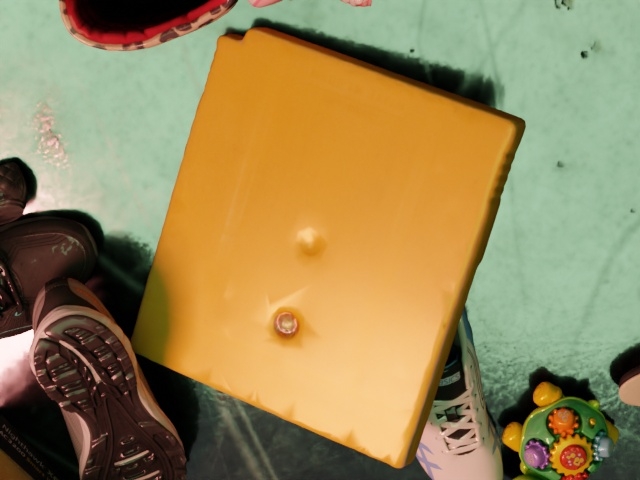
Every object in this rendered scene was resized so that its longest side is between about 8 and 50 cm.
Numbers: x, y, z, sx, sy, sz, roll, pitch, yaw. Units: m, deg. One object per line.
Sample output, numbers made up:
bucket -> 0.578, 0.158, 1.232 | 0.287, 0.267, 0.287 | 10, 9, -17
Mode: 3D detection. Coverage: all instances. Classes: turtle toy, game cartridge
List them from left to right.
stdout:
game cartridge -> 0.000, 0.000, 1.439 | 0.285, 0.052, 0.324 | 22, 103, 17
turtle toy -> 0.218, 0.200, 1.512 | 0.095, 0.066, 0.130 | 33, 101, -15

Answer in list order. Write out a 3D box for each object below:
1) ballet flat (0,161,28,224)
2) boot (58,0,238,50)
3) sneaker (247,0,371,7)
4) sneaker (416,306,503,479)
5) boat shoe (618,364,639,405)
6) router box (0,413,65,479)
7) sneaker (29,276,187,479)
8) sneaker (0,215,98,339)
ballet flat -> -0.350, -0.029, 1.493 | 0.173, 0.057, 0.049 | -12, 63, 3
boot -> -0.042, -0.286, 1.284 | 0.377, 0.284, 0.138 | -32, 101, 14
sneaker -> 0.006, -0.223, 1.426 | 0.134, 0.051, 0.070 | -30, 96, 4
sneaker -> 0.113, 0.143, 1.497 | 0.085, 0.086, 0.237 | -17, 104, 4
boat shoe -> 0.337, 0.115, 1.508 | 0.133, 0.042, 0.049 | -22, 127, 7
router box -> -0.239, 0.323, 1.469 | 0.081, 0.243, 0.309 | -41, 100, 10
sneaker -> -0.192, 0.145, 1.490 | 0.100, 0.108, 0.272 | -18, 127, -5
sneaker -> -0.320, 0.066, 1.464 | 0.267, 0.106, 0.101 | -27, 104, -5
